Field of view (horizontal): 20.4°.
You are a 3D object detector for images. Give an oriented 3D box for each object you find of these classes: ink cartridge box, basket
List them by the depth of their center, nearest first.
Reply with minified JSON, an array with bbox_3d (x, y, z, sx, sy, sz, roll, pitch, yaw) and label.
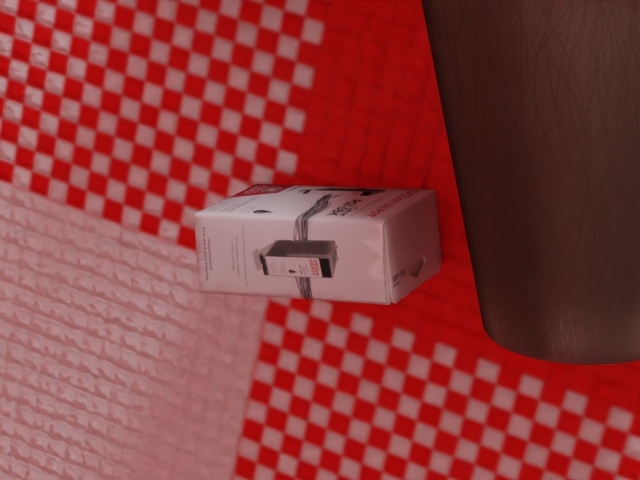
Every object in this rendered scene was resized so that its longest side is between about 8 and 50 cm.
[{"bbox_3d":[0.156,-0.054,1.047,0.204,0.154,0.226,5,111,19],"label":"basket"},{"bbox_3d":[0.000,0.000,1.160,0.135,0.099,0.056,2,105,23],"label":"ink cartridge box"}]
